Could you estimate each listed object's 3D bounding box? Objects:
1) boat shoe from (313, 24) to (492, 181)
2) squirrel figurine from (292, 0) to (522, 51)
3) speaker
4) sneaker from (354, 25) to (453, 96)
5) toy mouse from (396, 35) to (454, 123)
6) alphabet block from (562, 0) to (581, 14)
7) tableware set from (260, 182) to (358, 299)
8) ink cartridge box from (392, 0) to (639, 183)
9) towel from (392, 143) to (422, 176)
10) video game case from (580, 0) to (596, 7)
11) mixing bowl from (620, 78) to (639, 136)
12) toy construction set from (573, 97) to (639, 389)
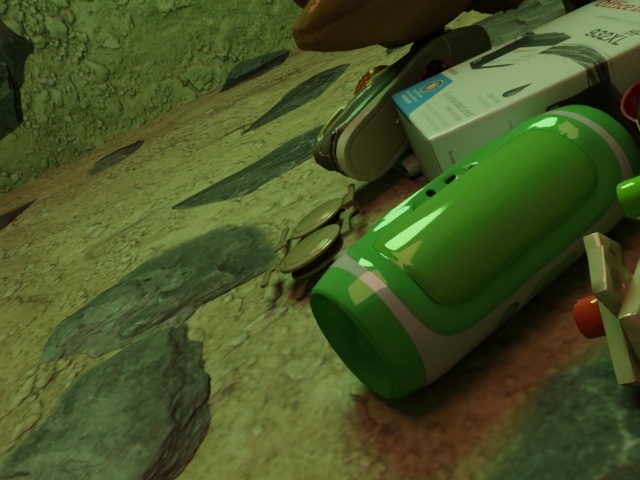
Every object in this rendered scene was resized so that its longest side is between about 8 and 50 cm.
[{"bbox_3d":[0.123,-0.208,0.946,0.324,0.116,0.097,-45,32,-18],"label":"boat shoe"},{"bbox_3d":[0.146,-0.414,0.972,0.397,0.281,0.370,-2,9,2],"label":"squirrel figurine"},{"bbox_3d":[0.137,0.002,0.554,0.296,0.131,0.131,-35,25,-19],"label":"speaker"},{"bbox_3d":[0.175,-0.285,1.175,0.121,0.099,0.262,-1,-15,-41],"label":"sneaker"},{"bbox_3d":[0.166,-0.186,0.878,0.143,0.161,0.031,-25,8,1],"label":"toy mouse"},{"bbox_3d":[0.461,-0.394,0.942,0.192,0.197,0.193,-21,24,12],"label":"alphabet block"},{"bbox_3d":[0.000,0.000,0.816,0.128,0.039,0.194,-33,15,16],"label":"tableware set"},{"bbox_3d":[0.261,-0.155,0.743,0.307,0.129,0.223,-24,23,6],"label":"ink cartridge box"},{"bbox_3d":[0.230,-0.213,1.014,0.325,0.038,0.248,-29,24,-4],"label":"towel"},{"bbox_3d":[0.458,-0.345,0.784,0.275,0.248,0.035,-18,44,20],"label":"video game case"},{"bbox_3d":[0.367,-0.100,0.555,0.181,0.098,0.181,-23,24,11],"label":"mixing bowl"},{"bbox_3d":[0.311,-0.029,0.389,0.327,0.215,0.151,-21,-12,27],"label":"toy construction set"}]
